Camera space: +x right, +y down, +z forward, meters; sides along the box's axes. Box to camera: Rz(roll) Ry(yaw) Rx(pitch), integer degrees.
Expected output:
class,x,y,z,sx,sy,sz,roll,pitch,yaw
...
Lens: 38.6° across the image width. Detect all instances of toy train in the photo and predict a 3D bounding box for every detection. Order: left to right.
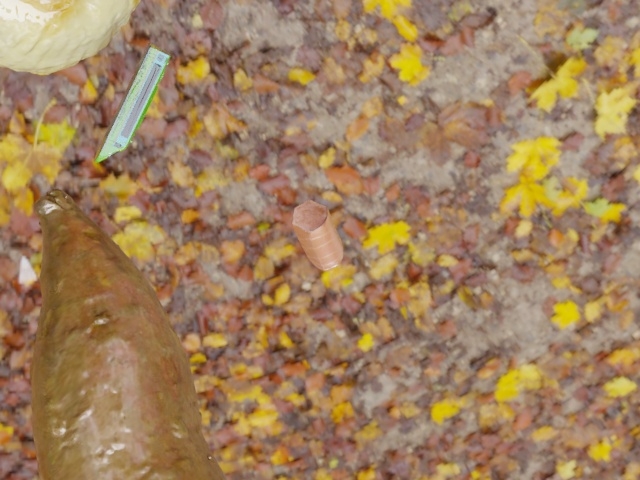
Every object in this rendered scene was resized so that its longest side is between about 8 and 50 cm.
class,x,y,z,sx,sy,sz,roll,pitch,yaw
toy train,-0.299,-0.211,1.463,0.042,0.044,0.209,24,103,-20

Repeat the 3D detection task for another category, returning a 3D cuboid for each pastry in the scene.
class,x,y,z,sx,sy,sz,roll,pitch,yaw
pastry,-0.481,-0.458,1.472,0.389,0.313,0.388,-5,99,-38

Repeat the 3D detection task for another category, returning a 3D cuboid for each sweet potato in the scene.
class,x,y,z,sx,sy,sz,roll,pitch,yaw
sweet potato,-0.151,0.123,0.664,0.131,0.336,0.131,-23,166,-6

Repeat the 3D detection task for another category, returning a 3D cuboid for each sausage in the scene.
class,x,y,z,sx,sy,sz,roll,pitch,yaw
sausage,0.000,0.001,1.502,0.065,0.065,0.169,-25,148,0
